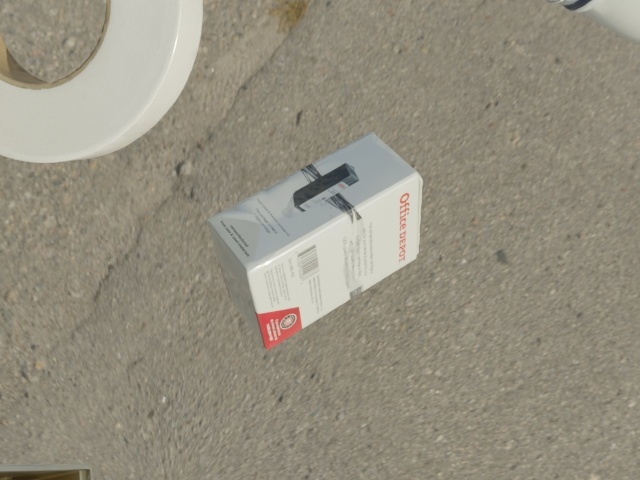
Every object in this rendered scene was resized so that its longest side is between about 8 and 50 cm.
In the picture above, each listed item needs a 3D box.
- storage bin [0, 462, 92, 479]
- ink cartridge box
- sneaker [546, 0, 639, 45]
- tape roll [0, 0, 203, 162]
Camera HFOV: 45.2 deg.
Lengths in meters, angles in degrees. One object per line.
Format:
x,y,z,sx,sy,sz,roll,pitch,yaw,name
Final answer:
-0.351,0.364,0.765,0.123,0.262,0.260,-14,71,15,storage bin
0.000,0.000,1.077,0.273,0.197,0.114,-29,56,-17,ink cartridge box
0.177,-0.171,0.243,0.091,0.258,0.094,28,42,-14,sneaker
-0.335,-0.287,0.935,0.392,0.072,0.392,3,101,14,tape roll
